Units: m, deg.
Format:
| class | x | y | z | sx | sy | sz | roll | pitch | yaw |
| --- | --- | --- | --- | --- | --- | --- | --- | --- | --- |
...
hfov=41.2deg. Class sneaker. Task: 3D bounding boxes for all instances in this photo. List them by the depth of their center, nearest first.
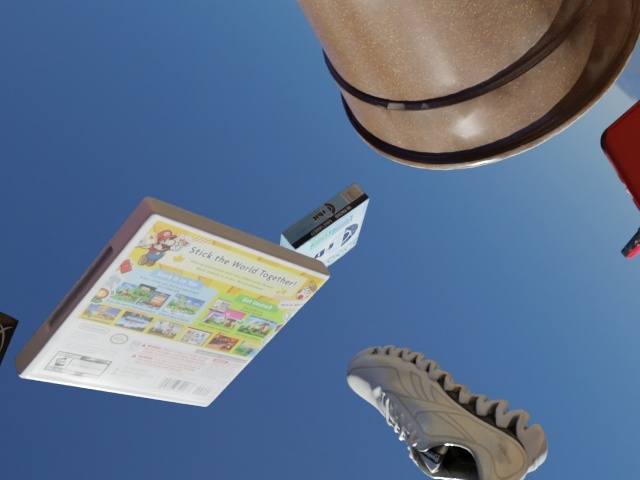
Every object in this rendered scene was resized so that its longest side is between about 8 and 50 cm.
| class | x | y | z | sx | sy | sz | roll | pitch | yaw |
| --- | --- | --- | --- | --- | --- | --- | --- | --- | --- |
| sneaker | 0.139 | 0.231 | 1.100 | 0.292 | 0.110 | 0.118 | 23 | -130 | 35 |

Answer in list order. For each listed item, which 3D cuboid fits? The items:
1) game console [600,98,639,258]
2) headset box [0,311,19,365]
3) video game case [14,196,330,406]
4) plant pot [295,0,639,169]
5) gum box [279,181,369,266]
| class | x | y | z | sx | sy | sz | roll | pitch | yaw |
| --- | --- | --- | --- | --- | --- | --- | --- | --- | --- |
| game console | 0.301 | -0.073 | 0.738 | 0.085 | 0.144 | 0.124 | 47 | 166 | 17 |
| headset box | -0.437 | 0.108 | 0.702 | 0.293 | 0.110 | 0.218 | 34 | -124 | -36 |
| video game case | -0.130 | 0.069 | 0.793 | 0.227 | 0.206 | 0.026 | 22 | -152 | -46 |
| plant pot | 0.047 | -0.145 | 0.390 | 0.165 | 0.167 | 0.167 | 44 | -167 | -49 |
| gum box | 0.000 | 0.000 | 1.431 | 0.041 | 0.157 | 0.184 | 48 | 159 | 17 |
